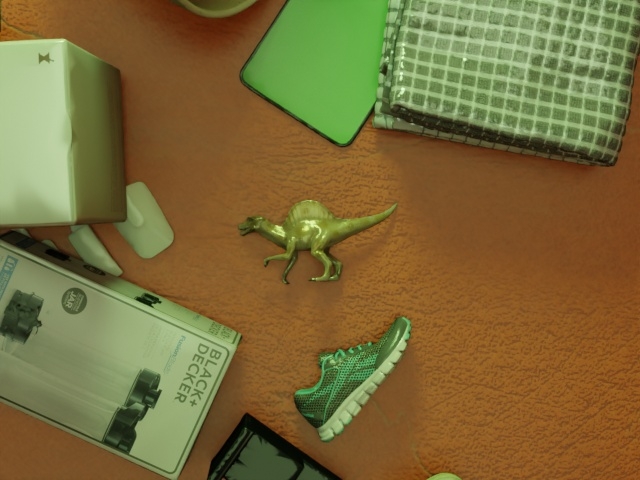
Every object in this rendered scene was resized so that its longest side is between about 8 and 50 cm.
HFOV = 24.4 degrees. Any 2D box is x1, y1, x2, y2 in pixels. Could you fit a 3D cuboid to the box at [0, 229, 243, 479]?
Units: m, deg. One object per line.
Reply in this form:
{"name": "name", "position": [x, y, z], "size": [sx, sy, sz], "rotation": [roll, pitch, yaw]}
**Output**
{"name": "box", "position": [-0.249, 0.123, 1.624], "size": [0.290, 0.087, 0.169], "rotation": [26, 94, -2]}

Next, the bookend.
{"name": "bookend", "position": [-0.038, 0.266, 1.602], "size": [0.157, 0.156, 0.072], "rotation": [35, 88, -2]}

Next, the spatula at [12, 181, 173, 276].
{"name": "spatula", "position": [-0.295, -0.055, 1.669], "size": [0.168, 0.019, 0.242], "rotation": [-34, 90, 3]}

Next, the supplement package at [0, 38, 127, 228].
{"name": "supplement package", "position": [-0.309, -0.100, 1.512], "size": [0.175, 0.293, 0.178], "rotation": [-2, 90, 2]}

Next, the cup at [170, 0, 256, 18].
{"name": "cup", "position": [-0.169, -0.424, 1.554], "size": [0.237, 0.331, 0.331], "rotation": [21, 88, 23]}

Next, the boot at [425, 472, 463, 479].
{"name": "boot", "position": [0.084, 0.337, 1.600], "size": [0.213, 0.165, 0.077], "rotation": [-39, 90, -4]}

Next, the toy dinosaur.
{"name": "toy dinosaur", "position": [0.000, 0.000, 1.659], "size": [0.183, 0.053, 0.093], "rotation": [-4, 88, -2]}

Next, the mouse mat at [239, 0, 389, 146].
{"name": "mouse mat", "position": [0.017, -0.220, 1.686], "size": [0.152, 0.007, 0.190], "rotation": [33, 89, -2]}

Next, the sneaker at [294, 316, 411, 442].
{"name": "sneaker", "position": [0.034, 0.143, 1.655], "size": [0.076, 0.065, 0.166], "rotation": [40, 86, 3]}

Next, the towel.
{"name": "towel", "position": [0.210, -0.217, 1.630], "size": [0.283, 0.121, 0.235], "rotation": [11, 91, -3]}
